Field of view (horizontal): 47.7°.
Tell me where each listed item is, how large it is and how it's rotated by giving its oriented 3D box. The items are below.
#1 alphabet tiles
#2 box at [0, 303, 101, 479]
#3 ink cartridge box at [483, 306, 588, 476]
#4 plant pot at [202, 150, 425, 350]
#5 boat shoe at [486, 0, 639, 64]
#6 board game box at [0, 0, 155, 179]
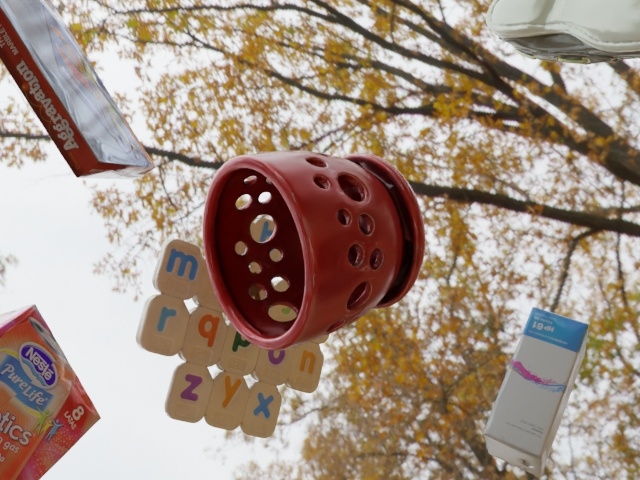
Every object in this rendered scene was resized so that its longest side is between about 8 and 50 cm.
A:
[{"bbox_3d":[-0.099,0.105,0.939,0.284,0.021,0.278,24,-108,-37],"label":"alphabet tiles"},{"bbox_3d":[-0.394,0.183,0.718,0.300,0.154,0.142,-16,-73,28],"label":"box"},{"bbox_3d":[0.189,0.133,0.632,0.122,0.052,0.088,-64,-26,-20],"label":"ink cartridge box"},{"bbox_3d":[0.000,0.000,0.733,0.174,0.191,0.191,-12,-50,-35],"label":"plant pot"},{"bbox_3d":[0.376,-0.298,1.003,0.091,0.305,0.109,29,-94,-43],"label":"boat shoe"},{"bbox_3d":[-0.253,-0.179,0.642,0.027,0.145,0.281,-32,-89,8],"label":"board game box"}]
